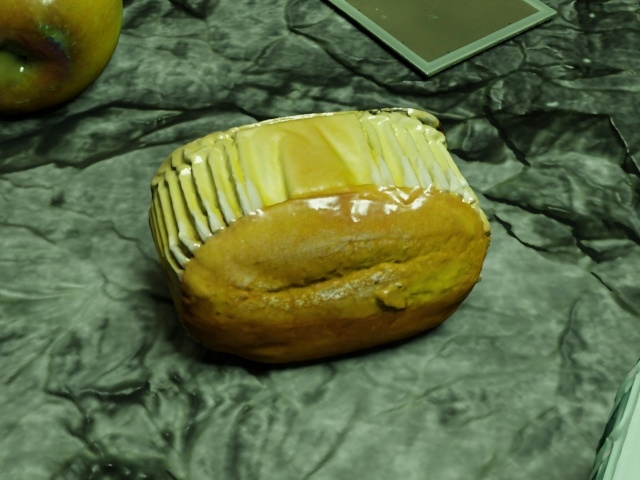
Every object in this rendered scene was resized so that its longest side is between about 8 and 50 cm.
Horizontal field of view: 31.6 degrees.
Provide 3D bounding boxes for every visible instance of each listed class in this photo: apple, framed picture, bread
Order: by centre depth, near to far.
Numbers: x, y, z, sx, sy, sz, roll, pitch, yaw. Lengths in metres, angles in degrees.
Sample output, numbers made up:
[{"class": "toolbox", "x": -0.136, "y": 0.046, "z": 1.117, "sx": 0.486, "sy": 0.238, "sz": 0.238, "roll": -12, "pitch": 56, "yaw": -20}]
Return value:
[{"class": "bread", "x": 0.000, "y": 0.000, "z": 0.667, "sx": 0.190, "sy": 0.132, "sz": 0.114, "roll": -12, "pitch": 49, "yaw": -9}, {"class": "apple", "x": -0.225, "y": -0.170, "z": 0.825, "sx": 0.163, "sy": 0.146, "sz": 0.147, "roll": -15, "pitch": 52, "yaw": -17}, {"class": "framed picture", "x": 0.085, "y": -0.206, "z": 0.953, "sx": 0.142, "sy": 0.011, "sz": 0.183, "roll": -28, "pitch": 52, "yaw": -25}]

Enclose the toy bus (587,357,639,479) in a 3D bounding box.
[{"class": "toy bus", "x": 0.153, "y": 0.175, "z": 0.473, "sx": 0.133, "sy": 0.165, "sz": 0.276, "roll": 17, "pitch": 47, "yaw": 17}]
